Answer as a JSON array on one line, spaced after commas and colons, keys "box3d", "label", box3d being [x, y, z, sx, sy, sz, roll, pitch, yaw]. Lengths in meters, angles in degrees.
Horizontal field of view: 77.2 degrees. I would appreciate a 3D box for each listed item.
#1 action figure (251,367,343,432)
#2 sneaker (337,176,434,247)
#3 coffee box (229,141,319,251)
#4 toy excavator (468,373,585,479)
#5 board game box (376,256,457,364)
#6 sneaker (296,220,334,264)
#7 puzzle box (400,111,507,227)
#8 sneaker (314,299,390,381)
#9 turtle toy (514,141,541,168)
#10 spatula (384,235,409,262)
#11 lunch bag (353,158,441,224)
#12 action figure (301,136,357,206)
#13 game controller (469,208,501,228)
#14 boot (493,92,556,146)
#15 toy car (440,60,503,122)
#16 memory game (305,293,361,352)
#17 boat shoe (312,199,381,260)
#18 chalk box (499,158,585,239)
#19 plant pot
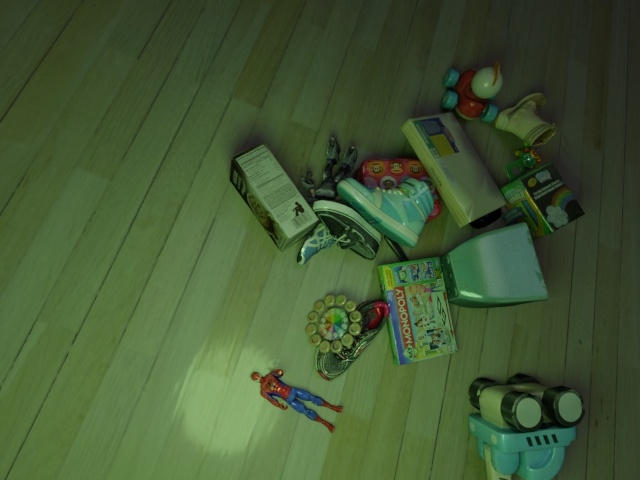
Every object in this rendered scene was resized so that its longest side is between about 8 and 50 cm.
[{"box3d": [-0.066, 0.441, 1.124, 0.280, 0.139, 0.091, 28, 68, -2], "label": "action figure"}, {"box3d": [0.217, -0.143, 1.253, 0.319, 0.127, 0.208, 36, 83, -18], "label": "sneaker"}, {"box3d": [-0.151, -0.131, 1.250, 0.119, 0.168, 0.297, -34, 84, -21], "label": "coffee box"}, {"box3d": [0.553, 0.657, 1.190, 0.432, 0.222, 0.445, -1, 83, -13], "label": "toy excavator"}, {"box3d": [0.314, 0.223, 1.307, 0.213, 0.046, 0.317, -8, 84, -16], "label": "board game box"}, {"box3d": [0.000, 0.000, 1.296, 0.081, 0.080, 0.211, 37, 69, 0], "label": "sneaker"}, {"box3d": [0.478, -0.264, 1.421, 0.272, 0.052, 0.409, -20, 78, -37], "label": "puzzle box"}, {"box3d": [0.095, 0.290, 1.218, 0.121, 0.112, 0.299, 42, 70, 0], "label": "sneaker"}, {"box3d": [0.844, -0.351, 1.618, 0.095, 0.066, 0.130, 1, 74, -14], "label": "turtle toy"}, {"box3d": [0.314, 0.094, 1.373, 0.084, 0.030, 0.296, -38, 86, -19], "label": "spatula"}, {"box3d": [0.265, -0.148, 1.392, 0.293, 0.120, 0.258, -2, 79, -14], "label": "lunch bag"}, {"box3d": [0.035, -0.207, 1.349, 0.185, 0.099, 0.285, 14, 61, 10], "label": "action figure"}, {"box3d": [0.551, -0.200, 1.500, 0.166, 0.067, 0.319, -26, 83, -20], "label": "game controller"}, {"box3d": [0.860, -0.482, 1.602, 0.262, 0.095, 0.203, -29, 53, -16], "label": "boot"}, {"box3d": [0.625, -0.608, 1.547, 0.219, 0.238, 0.210, 14, 71, -10], "label": "toy car"}, {"box3d": [0.037, 0.247, 1.205, 0.186, 0.012, 0.186, -14, 57, 22], "label": "memory game"}, {"box3d": [0.083, -0.023, 1.260, 0.301, 0.108, 0.102, 34, 63, -41], "label": "boat shoe"}, {"box3d": [0.779, -0.161, 1.489, 0.180, 0.179, 0.289, -25, 80, -19], "label": "chalk box"}, {"box3d": [0.533, 0.106, 1.323, 0.252, 0.248, 0.247, -10, 76, -3], "label": "plant pot"}]
